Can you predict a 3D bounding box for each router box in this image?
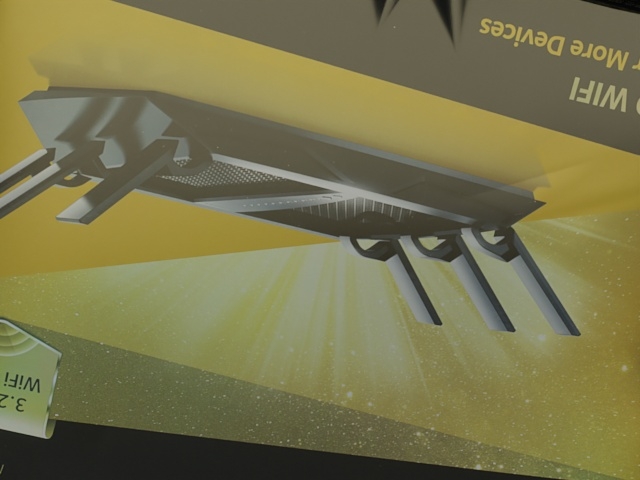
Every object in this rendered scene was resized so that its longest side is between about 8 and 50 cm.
[{"bbox_3d":[0.000,0.000,0.757,0.308,0.081,0.243,12,107,-6],"label":"router box"}]
